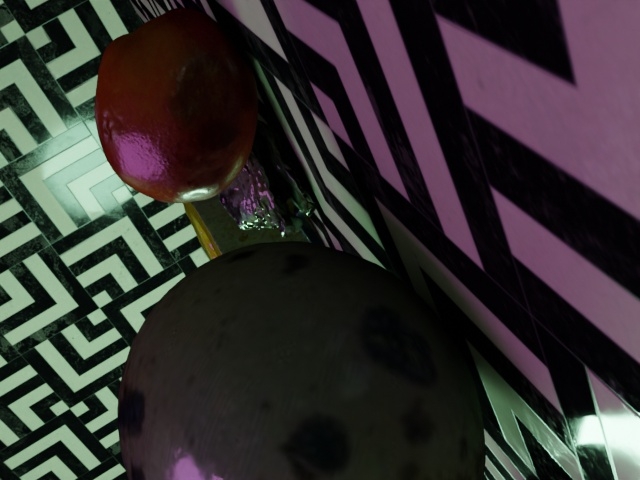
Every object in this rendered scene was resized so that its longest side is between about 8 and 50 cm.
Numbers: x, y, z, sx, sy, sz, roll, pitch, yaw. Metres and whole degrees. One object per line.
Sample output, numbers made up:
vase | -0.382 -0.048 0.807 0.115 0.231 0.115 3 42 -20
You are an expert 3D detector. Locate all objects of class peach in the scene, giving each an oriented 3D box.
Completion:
peach | -0.174 -0.165 1.057 0.199 0.243 0.243 -8 -123 -48

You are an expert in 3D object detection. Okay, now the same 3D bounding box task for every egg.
egg | -0.019 0.175 0.824 0.345 0.345 0.428 61 161 -17

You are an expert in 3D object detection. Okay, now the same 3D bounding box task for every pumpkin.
pumpkin | -0.115 -0.009 1.523 0.332 0.199 0.332 56 165 23

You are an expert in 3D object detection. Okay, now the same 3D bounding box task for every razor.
razor | -0.005 0.003 1.332 0.066 0.033 0.190 52 172 51

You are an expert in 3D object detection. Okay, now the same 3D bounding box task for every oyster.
oyster | -0.104 -0.097 1.230 0.198 0.112 0.267 63 167 -19
